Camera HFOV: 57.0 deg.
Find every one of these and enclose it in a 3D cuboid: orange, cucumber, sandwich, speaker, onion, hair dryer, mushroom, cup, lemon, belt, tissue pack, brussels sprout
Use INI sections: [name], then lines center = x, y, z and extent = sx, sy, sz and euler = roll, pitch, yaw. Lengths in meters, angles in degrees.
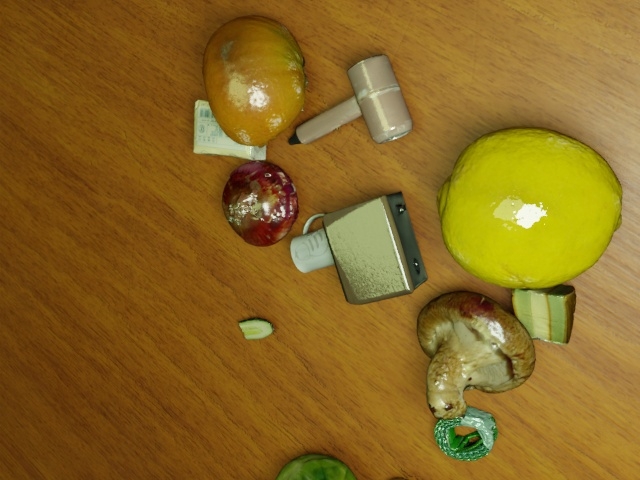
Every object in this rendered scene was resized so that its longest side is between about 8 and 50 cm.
[orange]
center = -0.171, -0.417, 1.475
extent = 0.274, 0.310, 0.274
euler = 5, 137, 5
[cucumber]
center = -0.177, 0.247, 1.690
extent = 0.107, 0.035, 0.067
euler = -9, 113, 28
[sandwich]
center = 0.466, 0.163, 1.244
extent = 0.117, 0.187, 0.144
euler = 7, 97, 28
[speaker]
center = 0.134, 0.019, 1.407
extent = 0.193, 0.153, 0.230
euler = -16, 91, 25
[onion]
center = -0.175, -0.097, 1.554
extent = 0.230, 0.163, 0.229
euler = 1, 91, 31
[hair dryer]
center = 0.053, -0.291, 1.446
extent = 0.344, 0.107, 0.189
euler = -21, 91, 39
[mushroom]
center = 0.330, 0.236, 1.297
extent = 0.267, 0.254, 0.267
euler = 5, 107, 16
[cup]
center = -0.004, 0.004, 1.513
extent = 0.133, 0.099, 0.136
euler = -17, 95, 31
[lemon]
center = 0.401, -0.063, 1.156
extent = 0.348, 0.348, 0.347
euler = 6, 102, 28
[belt]
center = 0.349, 0.467, 1.419
extent = 0.151, 0.079, 0.121
euler = -12, 93, 29
[tissue pack]
center = -0.240, -0.297, 1.591
extent = 0.196, 0.092, 0.148
euler = 11, 102, 27
[brussels sprout]
center = -0.029, 0.693, 1.575
extent = 0.271, 0.210, 0.219
euler = -31, 88, -8

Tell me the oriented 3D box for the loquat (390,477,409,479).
[loquat]
center = 0.212, 0.680, 1.518
extent = 0.137, 0.113, 0.137
euler = 20, 117, 47
